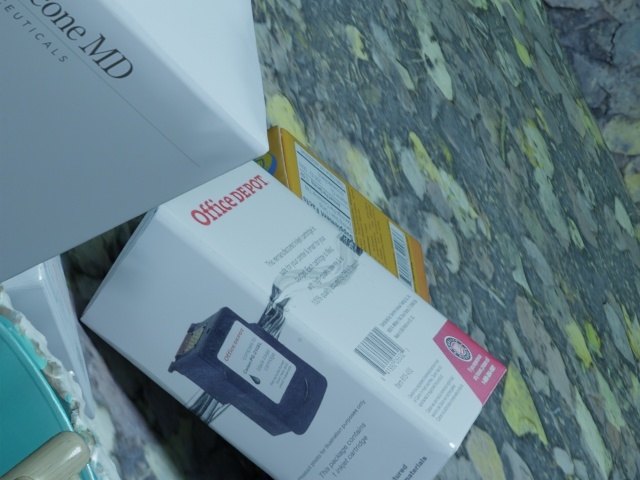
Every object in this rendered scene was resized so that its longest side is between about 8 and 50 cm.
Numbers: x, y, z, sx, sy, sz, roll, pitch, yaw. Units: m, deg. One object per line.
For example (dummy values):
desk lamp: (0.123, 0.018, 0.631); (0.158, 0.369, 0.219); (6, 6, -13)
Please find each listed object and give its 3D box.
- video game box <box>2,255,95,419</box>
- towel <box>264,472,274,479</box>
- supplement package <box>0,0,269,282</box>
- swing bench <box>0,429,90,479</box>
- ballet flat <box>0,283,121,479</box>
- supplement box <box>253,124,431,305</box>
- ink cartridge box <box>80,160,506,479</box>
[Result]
video game box: (-0.171, -0.017, 1.057); (0.205, 0.048, 0.187); (87, -10, -65)
towel: (0.014, 0.277, 1.278); (0.308, 0.076, 0.227); (-77, 145, -60)
supplement package: (-0.195, -0.085, 0.838); (0.177, 0.293, 0.175); (44, 29, -44)
swing bench: (-0.125, 0.256, 0.756); (0.253, 0.255, 0.165); (61, -13, -14)
ballet flat: (-0.132, 0.219, 0.936); (0.409, 0.147, 0.147); (69, 20, 3)
supplement box: (0.000, 0.000, 1.538); (0.233, 0.078, 0.080); (39, 36, -49)
ink cartridge box: (-0.013, 0.066, 1.272); (0.237, 0.100, 0.172); (39, 20, 4)
